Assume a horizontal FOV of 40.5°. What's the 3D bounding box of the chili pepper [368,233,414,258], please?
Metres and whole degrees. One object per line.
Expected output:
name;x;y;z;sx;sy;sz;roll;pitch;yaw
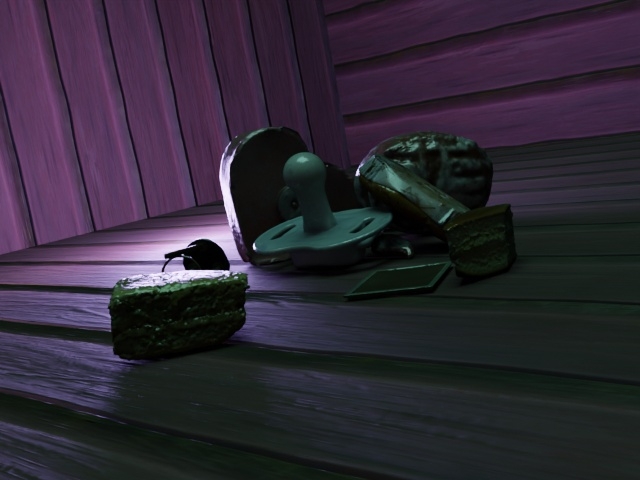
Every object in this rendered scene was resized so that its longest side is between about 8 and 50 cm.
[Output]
chili pepper;0.132;0.010;1.646;0.050;0.041;0.153;-55;20;-9

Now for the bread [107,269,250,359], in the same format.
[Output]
bread;-0.196;0.099;1.230;0.196;0.102;0.138;-8;10;-8

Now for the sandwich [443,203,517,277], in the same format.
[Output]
sandwich;0.260;-0.003;1.384;0.096;0.094;0.258;-9;7;19

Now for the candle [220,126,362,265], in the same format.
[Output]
candle;-0.083;-0.073;1.859;0.316;0.287;0.131;29;-9;-20

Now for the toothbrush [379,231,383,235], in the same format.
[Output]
toothbrush;0.000;0.000;1.950;0.287;0.026;0.024;-7;7;13

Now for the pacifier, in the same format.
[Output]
pacifier;-0.001;-0.064;1.652;0.287;0.226;0.238;0;26;37

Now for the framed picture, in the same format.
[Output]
framed picture;0.129;0.063;1.385;0.141;0.011;0.183;-7;8;20

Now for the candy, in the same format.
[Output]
candy;0.222;-0.122;1.829;0.289;0.214;0.157;-9;10;-12

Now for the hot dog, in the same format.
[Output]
hot dog;0.183;-0.077;1.650;0.268;0.075;0.144;40;21;28

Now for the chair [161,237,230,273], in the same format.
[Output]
chair;-0.244;0.052;1.634;0.104;0.095;0.221;1;10;14
